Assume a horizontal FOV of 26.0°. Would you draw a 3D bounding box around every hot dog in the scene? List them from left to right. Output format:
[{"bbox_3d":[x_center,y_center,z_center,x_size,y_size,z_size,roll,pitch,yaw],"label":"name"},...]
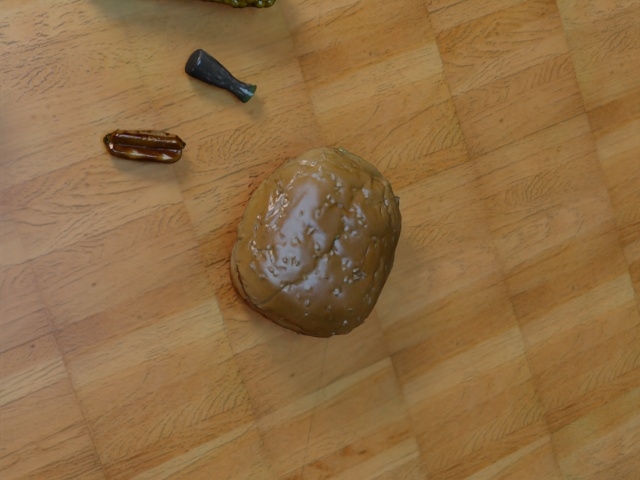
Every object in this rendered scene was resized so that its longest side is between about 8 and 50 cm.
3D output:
[{"bbox_3d":[-0.256,-0.138,2.015,0.122,0.037,0.049,8,101,-22],"label":"hot dog"}]

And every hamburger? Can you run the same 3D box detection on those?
[{"bbox_3d":[-0.001,0.000,2.093,0.260,0.145,0.283,23,77,-23],"label":"hamburger"}]

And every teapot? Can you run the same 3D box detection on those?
[{"bbox_3d":[-0.146,-0.241,2.061,0.111,0.043,0.042,28,80,-28],"label":"teapot"}]

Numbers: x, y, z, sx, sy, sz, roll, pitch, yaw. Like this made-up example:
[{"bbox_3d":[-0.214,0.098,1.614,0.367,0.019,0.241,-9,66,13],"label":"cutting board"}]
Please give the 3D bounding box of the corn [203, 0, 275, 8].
[{"bbox_3d":[-0.195,-0.390,2.001,0.320,0.097,0.097,4,91,-25],"label":"corn"}]
